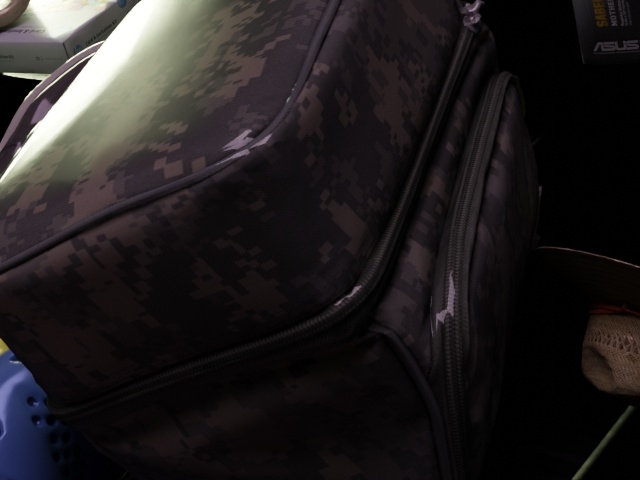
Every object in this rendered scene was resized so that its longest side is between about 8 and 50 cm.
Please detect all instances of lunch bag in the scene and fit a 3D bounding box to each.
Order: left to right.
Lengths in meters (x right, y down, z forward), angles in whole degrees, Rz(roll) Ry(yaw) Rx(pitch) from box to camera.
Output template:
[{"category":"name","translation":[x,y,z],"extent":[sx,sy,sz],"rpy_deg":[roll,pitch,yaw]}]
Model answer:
[{"category":"lunch bag","translation":[0.000,0.000,0.794],"extent":[0.213,0.256,0.305],"rpy_deg":[-20,28,28]}]

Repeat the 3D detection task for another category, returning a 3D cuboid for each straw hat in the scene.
[{"category":"straw hat","translation":[0.169,0.055,0.793],"extent":[0.144,0.144,0.061],"rpy_deg":[14,83,43]}]

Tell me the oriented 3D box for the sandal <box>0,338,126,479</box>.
[{"category":"sandal","translation":[-0.179,0.160,0.770],"extent":[0.138,0.126,0.317],"rpy_deg":[21,56,42]}]

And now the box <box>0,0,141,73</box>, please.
[{"category":"box","translation":[-0.236,-0.220,1.490],"extent":[0.145,0.038,0.186],"rpy_deg":[6,39,36]}]

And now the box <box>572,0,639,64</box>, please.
[{"category":"box","translation":[0.241,-0.266,1.168],"extent":[0.056,0.183,0.231],"rpy_deg":[1,36,30]}]

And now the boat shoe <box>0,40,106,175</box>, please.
[{"category":"boat shoe","translation":[-0.198,-0.016,1.082],"extent":[0.096,0.112,0.335],"rpy_deg":[22,52,25]}]

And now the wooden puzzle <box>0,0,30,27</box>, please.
[{"category":"wooden puzzle","translation":[-0.479,-0.236,1.537],"extent":[0.348,0.080,0.322],"rpy_deg":[-25,30,-10]}]
